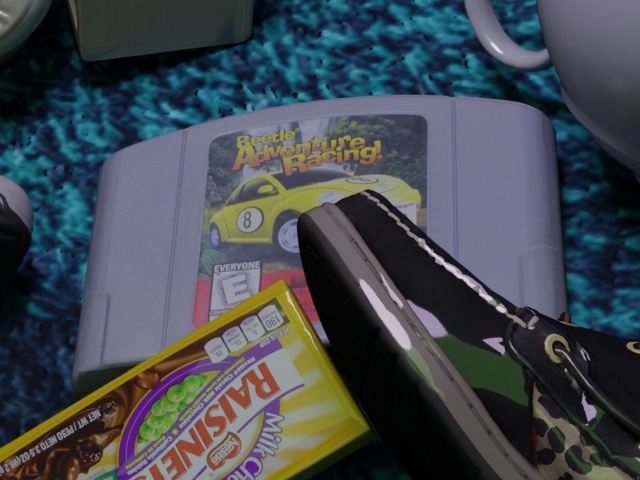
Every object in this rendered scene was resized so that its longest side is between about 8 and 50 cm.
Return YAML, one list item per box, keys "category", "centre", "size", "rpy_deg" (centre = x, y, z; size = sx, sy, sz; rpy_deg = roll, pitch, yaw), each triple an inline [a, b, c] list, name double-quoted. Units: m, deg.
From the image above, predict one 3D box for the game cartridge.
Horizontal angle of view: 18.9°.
- category: "game cartridge"
  centre: [0.000, 0.000, 1.169]
  size: [0.294, 0.060, 0.196]
  rpy_deg: [-6, 46, 9]

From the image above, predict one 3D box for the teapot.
- category: "teapot"
  centre: [0.224, -0.114, 1.125]
  size: [0.253, 0.187, 0.256]
  rpy_deg: [12, 32, -12]

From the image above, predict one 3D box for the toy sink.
- category: "toy sink"
  centre: [-0.121, -0.260, 1.277]
  size: [0.131, 0.234, 0.152]
  rpy_deg: [-8, 49, -13]

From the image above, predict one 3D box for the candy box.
- category: "candy box"
  centre: [-0.082, 0.117, 1.072]
  size: [0.206, 0.027, 0.105]
  rpy_deg: [-32, 71, 0]

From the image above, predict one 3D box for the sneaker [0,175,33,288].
- category: "sneaker"
  centre: [-0.367, -0.026, 1.220]
  size: [0.385, 0.145, 0.147]
  rpy_deg: [-2, 56, 11]

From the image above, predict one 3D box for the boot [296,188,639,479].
- category: "boot"
  centre: [0.194, 0.064, 0.987]
  size: [0.284, 0.138, 0.377]
  rpy_deg: [-36, 64, -15]

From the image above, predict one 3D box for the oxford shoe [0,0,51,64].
- category: "oxford shoe"
  centre: [-0.379, -0.147, 1.347]
  size: [0.449, 0.169, 0.130]
  rpy_deg: [-13, 9, 14]
